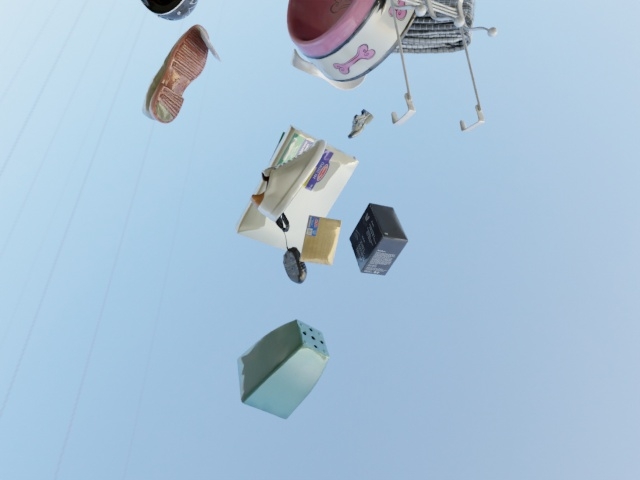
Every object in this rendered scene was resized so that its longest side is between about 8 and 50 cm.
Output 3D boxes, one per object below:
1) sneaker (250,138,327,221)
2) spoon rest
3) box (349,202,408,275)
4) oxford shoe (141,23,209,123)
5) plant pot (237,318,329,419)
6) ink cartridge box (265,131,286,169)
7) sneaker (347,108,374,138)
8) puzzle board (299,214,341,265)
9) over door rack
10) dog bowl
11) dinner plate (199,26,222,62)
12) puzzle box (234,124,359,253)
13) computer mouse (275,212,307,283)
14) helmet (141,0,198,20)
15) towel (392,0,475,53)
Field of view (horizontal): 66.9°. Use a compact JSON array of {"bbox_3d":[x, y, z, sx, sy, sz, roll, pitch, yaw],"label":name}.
[{"bbox_3d":[-0.093,-0.201,1.390,0.123,0.106,0.290,36,-108,-4],"label":"sneaker"},{"bbox_3d":[0.037,-0.595,1.680,0.276,0.137,0.084,3,-136,-19],"label":"spoon rest"},{"bbox_3d":[0.174,-0.003,1.485,0.093,0.158,0.156,9,-139,-23],"label":"box"},{"bbox_3d":[-0.548,-0.625,1.787,0.146,0.140,0.397,19,-102,36],"label":"oxford shoe"},{"bbox_3d":[-0.096,0.350,1.379,0.234,0.165,0.166,-47,-149,16],"label":"plant pot"},{"bbox_3d":[-0.108,-0.274,1.801,0.153,0.087,0.209,28,-85,19],"label":"ink cartridge box"},{"bbox_3d":[0.135,-0.430,1.783,0.135,0.058,0.052,-51,-162,-18],"label":"sneaker"},{"bbox_3d":[0.000,0.000,1.313,0.096,0.128,0.011,9,-172,-21],"label":"puzzle board"},{"bbox_3d":[0.268,-0.410,1.044,0.239,0.108,0.325,-2,-91,-32],"label":"over door rack"},{"bbox_3d":[0.069,-0.631,1.246,0.408,0.150,0.408,-18,-114,46],"label":"dog bowl"},{"bbox_3d":[-0.402,-0.707,1.761,0.017,0.141,0.141,-33,-126,3],"label":"dinner plate"},{"bbox_3d":[-0.081,-0.158,1.654,0.409,0.272,0.052,-58,-147,18],"label":"puzzle box"},{"bbox_3d":[-0.090,0.012,1.446,0.041,0.071,0.242,-14,-94,-42],"label":"computer mouse"},{"bbox_3d":[-0.378,-0.633,1.194,0.169,0.161,0.170,-20,-134,22],"label":"helmet"},{"bbox_3d":[0.324,-0.669,1.476,0.283,0.121,0.235,5,-138,15],"label":"towel"}]
